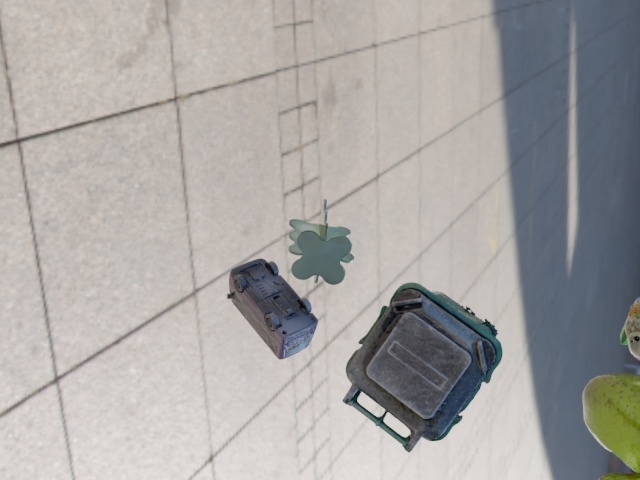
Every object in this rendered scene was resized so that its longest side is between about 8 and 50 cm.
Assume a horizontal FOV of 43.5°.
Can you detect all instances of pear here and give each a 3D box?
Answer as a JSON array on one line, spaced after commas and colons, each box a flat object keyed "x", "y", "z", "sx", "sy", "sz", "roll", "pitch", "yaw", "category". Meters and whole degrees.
[{"x": 0.877, "y": 0.476, "z": 2.192, "sx": 0.342, "sy": 0.318, "sz": 0.238, "roll": -7, "pitch": 123, "yaw": -61, "category": "pear"}]

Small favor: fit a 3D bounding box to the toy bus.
[{"x": -0.090, "y": 0.120, "z": 1.421, "sx": 0.087, "sy": 0.178, "sz": 0.098, "roll": -23, "pitch": 144, "yaw": -31, "category": "toy bus"}]

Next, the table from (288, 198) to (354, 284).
[{"x": 0.000, "y": 0.000, "z": 2.025, "sx": 0.198, "sy": 0.167, "sz": 0.166, "roll": -92, "pitch": 176, "yaw": -64, "category": "table"}]

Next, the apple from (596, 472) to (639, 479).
[{"x": 0.795, "y": 0.685, "z": 1.846, "sx": 0.384, "sy": 0.374, "sz": 0.374, "roll": -130, "pitch": -150, "yaw": -60, "category": "apple"}]

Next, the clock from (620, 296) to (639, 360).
[{"x": 0.714, "y": 0.177, "z": 1.652, "sx": 0.103, "sy": 0.231, "sz": 0.144, "roll": 19, "pitch": 59, "yaw": -23, "category": "clock"}]

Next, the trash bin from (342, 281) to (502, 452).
[{"x": 0.238, "y": 0.258, "z": 1.753, "sx": 0.295, "sy": 0.259, "sz": 0.381, "roll": -57, "pitch": 165, "yaw": 11, "category": "trash bin"}]
